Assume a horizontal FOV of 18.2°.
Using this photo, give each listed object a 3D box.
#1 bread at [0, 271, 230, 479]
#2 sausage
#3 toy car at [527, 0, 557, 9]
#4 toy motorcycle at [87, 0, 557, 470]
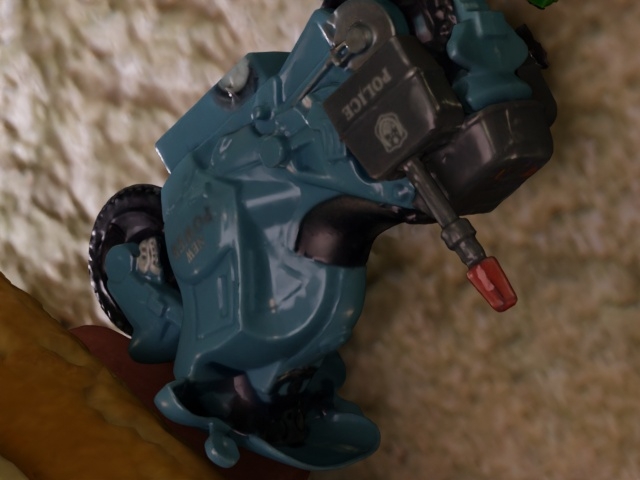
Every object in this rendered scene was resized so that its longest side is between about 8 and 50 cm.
[{"bbox_3d":[-0.153,0.165,0.947,0.375,0.165,0.236,42,134,18],"label":"bread"},{"bbox_3d":[-0.079,0.096,1.012,0.154,0.062,0.062,29,117,21],"label":"sausage"},{"bbox_3d":[0.110,-0.172,0.823,0.071,0.062,0.165,42,121,14],"label":"toy car"},{"bbox_3d":[0.000,0.000,0.906,0.272,0.123,0.182,-42,70,34],"label":"toy motorcycle"}]
